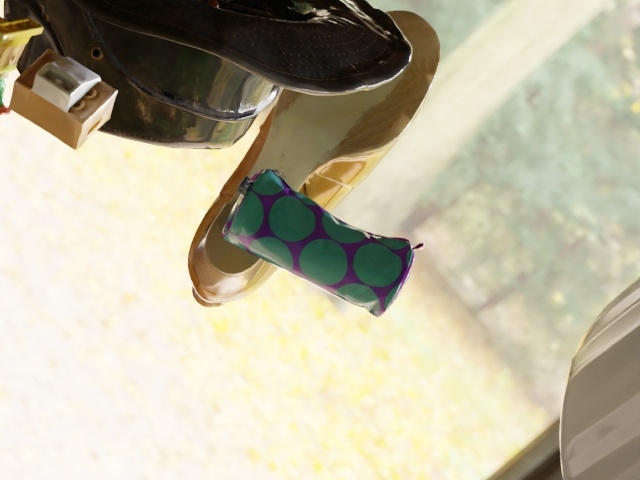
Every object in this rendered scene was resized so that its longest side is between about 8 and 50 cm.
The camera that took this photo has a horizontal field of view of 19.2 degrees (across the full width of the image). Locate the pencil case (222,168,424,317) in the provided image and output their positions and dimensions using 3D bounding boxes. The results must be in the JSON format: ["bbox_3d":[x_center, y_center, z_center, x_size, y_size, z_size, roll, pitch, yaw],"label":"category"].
[{"bbox_3d":[0.000,0.000,1.496,0.152,0.070,0.064,28,-8,1],"label":"pencil case"}]

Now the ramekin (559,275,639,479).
[{"bbox_3d":[0.241,0.106,0.862,0.277,0.135,0.277,21,51,-27],"label":"ramekin"}]

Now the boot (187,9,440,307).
[{"bbox_3d":[-0.018,-0.068,1.660,0.104,0.295,0.211,40,-9,-1],"label":"boot"}]

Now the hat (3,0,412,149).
[{"bbox_3d":[-0.116,-0.140,1.190,0.331,0.134,0.331,22,25,-11],"label":"hat"}]

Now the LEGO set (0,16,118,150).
[{"bbox_3d":[-0.263,-0.105,1.042,0.287,0.107,0.132,21,22,-22],"label":"LEGO set"}]
